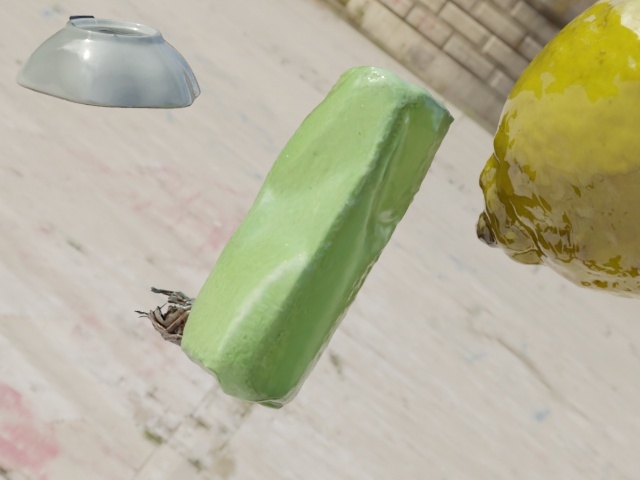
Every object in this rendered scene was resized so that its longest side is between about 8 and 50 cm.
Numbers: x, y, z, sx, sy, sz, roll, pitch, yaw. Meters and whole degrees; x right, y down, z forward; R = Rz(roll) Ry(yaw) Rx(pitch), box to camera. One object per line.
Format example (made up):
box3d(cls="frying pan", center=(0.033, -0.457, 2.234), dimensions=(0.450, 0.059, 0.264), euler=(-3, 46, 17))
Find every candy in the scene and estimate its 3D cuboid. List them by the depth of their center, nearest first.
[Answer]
box3d(cls="candy", center=(0.000, 0.000, 1.211), dimensions=(0.142, 0.343, 0.132), euler=(29, 3, -32))

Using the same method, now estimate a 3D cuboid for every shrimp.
box3d(cls="shrimp", center=(-0.164, 0.101, 1.596), dimensions=(0.190, 0.073, 0.075), euler=(4, -6, 40))

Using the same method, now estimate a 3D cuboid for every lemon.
box3d(cls="lemon", center=(0.292, -0.086, 1.022), dimensions=(0.316, 0.285, 0.285), euler=(-2, 17, -4))

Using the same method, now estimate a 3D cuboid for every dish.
box3d(cls="dish", center=(-0.207, -0.184, 1.262), dimensions=(0.191, 0.066, 0.190), euler=(7, 18, -2))
